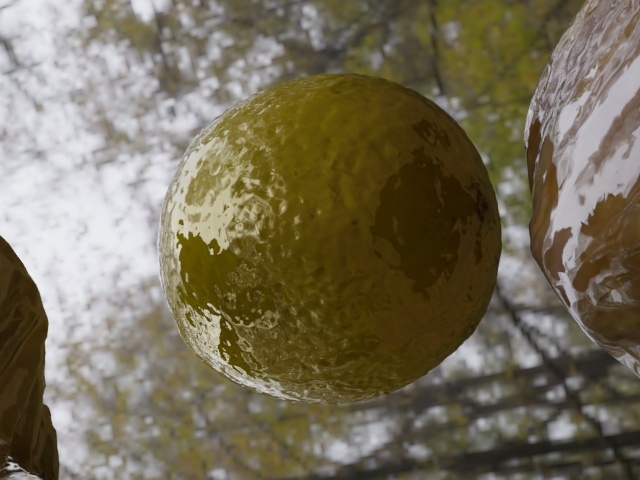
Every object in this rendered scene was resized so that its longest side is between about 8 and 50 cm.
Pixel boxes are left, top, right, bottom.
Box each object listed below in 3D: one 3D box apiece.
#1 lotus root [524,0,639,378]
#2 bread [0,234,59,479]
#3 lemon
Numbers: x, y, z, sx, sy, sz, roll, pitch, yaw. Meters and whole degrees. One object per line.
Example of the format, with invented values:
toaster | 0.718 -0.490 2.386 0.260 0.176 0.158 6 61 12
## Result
lotus root | 0.236 -0.033 0.775 0.316 0.250 0.316 48 -166 -15
bread | -0.333 0.082 0.907 0.236 0.389 0.183 58 -145 -25
lemon | 0.000 0.000 0.910 0.178 0.203 0.178 40 -137 -52
